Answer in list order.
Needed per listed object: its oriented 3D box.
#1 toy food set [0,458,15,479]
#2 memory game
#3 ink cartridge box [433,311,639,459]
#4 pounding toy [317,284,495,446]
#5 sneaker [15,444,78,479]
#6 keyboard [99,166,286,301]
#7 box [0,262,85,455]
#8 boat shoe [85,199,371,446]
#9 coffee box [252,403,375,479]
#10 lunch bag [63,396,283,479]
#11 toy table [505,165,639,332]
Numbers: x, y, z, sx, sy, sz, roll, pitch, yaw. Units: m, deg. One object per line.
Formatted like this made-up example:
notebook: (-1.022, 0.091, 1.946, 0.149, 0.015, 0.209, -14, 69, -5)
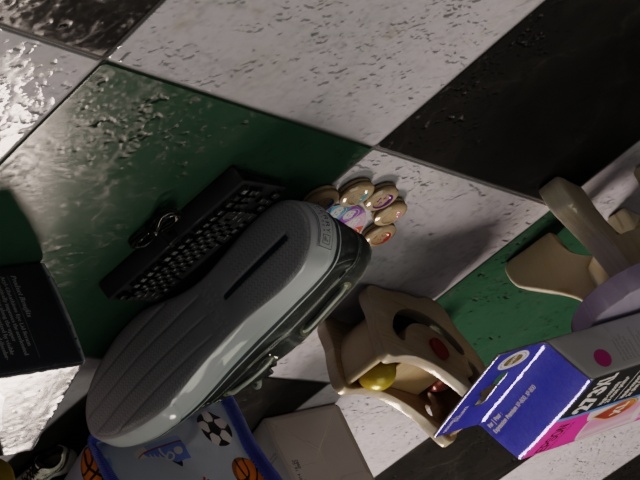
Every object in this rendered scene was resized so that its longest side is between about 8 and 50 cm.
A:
toy food set: (-0.360, 0.224, 1.385, 0.128, 0.218, 0.071, -10, 108, -43)
memory game: (0.000, 0.000, 1.526, 0.186, 0.012, 0.186, -22, 153, -12)
ink cartridge box: (0.311, 0.142, 1.662, 0.371, 0.069, 0.175, -11, 150, -29)
pounding toy: (0.087, 0.162, 1.742, 0.155, 0.154, 0.269, -40, 151, 23)
sneaker: (-0.302, 0.245, 1.675, 0.083, 0.032, 0.037, -36, 148, -3)
keyboard: (-0.121, -0.001, 1.401, 0.180, 0.023, 0.108, -40, 151, 23)
box: (-0.327, 0.113, 1.317, 0.207, 0.108, 0.153, -6, 147, -37)
boat shoe: (-0.083, 0.097, 1.480, 0.335, 0.121, 0.119, -39, 139, 25)
coffee box: (-0.051, 0.357, 1.955, 0.119, 0.168, 0.297, -7, 148, -35)
lunch bag: (-0.148, 0.416, 1.694, 0.239, 0.385, 0.328, -19, 156, -42)
toy table: (0.337, 0.020, 1.712, 0.252, 0.160, 0.274, -33, 154, 11)
